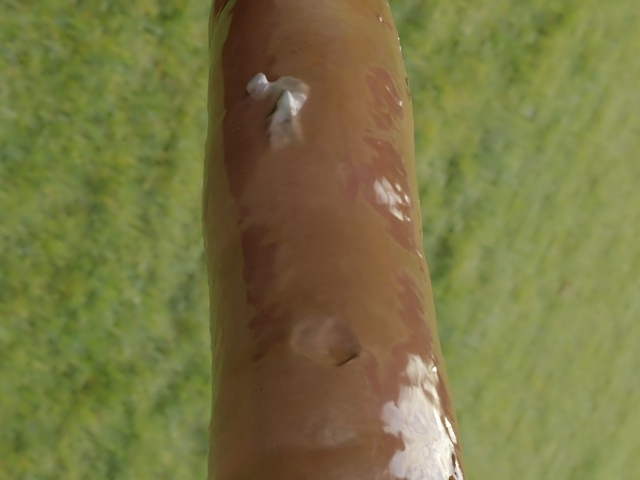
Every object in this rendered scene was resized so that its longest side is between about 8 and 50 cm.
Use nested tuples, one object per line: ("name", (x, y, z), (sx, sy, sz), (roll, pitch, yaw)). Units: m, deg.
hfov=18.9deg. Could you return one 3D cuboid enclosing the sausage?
("sausage", (0.000, 0.000, 0.755), (0.419, 0.094, 0.094), (-94, -166, -51))
